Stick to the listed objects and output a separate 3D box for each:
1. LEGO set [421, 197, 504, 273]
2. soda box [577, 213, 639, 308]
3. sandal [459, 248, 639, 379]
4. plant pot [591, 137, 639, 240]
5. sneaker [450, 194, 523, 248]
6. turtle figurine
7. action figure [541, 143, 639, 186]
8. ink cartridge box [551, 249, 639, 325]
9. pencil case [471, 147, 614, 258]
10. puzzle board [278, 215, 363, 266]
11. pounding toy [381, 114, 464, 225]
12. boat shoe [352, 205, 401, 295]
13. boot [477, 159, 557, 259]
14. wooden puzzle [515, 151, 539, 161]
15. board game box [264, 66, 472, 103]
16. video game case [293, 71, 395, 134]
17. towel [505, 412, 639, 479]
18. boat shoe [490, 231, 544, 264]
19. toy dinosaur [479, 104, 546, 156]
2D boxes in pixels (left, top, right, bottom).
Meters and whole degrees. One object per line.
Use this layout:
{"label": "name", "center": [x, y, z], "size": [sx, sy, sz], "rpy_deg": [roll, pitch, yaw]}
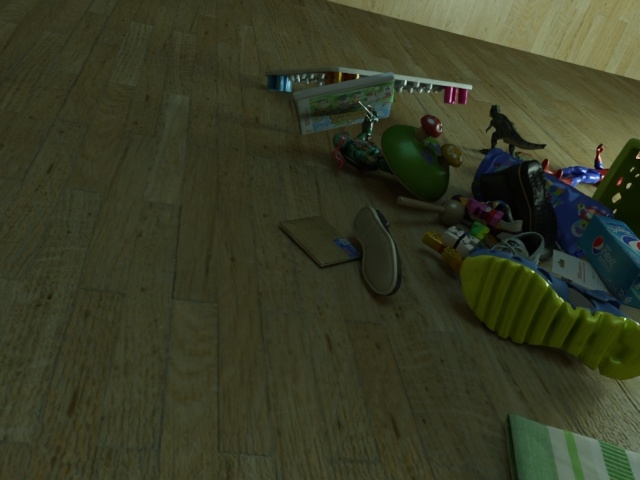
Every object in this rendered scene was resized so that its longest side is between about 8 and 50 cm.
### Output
{"label": "LEGO set", "center": [0.246, -0.010, 1.146], "size": [0.093, 0.087, 0.227], "rpy_deg": [33, 30, 16]}
{"label": "soda box", "center": [0.539, 0.036, 1.125], "size": [0.067, 0.071, 0.210], "rpy_deg": [14, 28, -8]}
{"label": "sandal", "center": [0.370, 0.106, 1.017], "size": [0.317, 0.126, 0.138], "rpy_deg": [28, 26, 3]}
{"label": "plant pot", "center": [0.768, -0.072, 1.401], "size": [0.207, 0.227, 0.228], "rpy_deg": [2, 33, -35]}
{"label": "sneaker", "center": [0.339, -0.057, 1.281], "size": [0.069, 0.084, 0.185], "rpy_deg": [-6, 38, -34]}
{"label": "turtle figurine", "center": [0.111, -0.201, 1.366], "size": [0.234, 0.118, 0.175], "rpy_deg": [22, 45, -27]}
{"label": "action figure", "center": [0.734, -0.204, 1.679], "size": [0.280, 0.139, 0.091], "rpy_deg": [4, 35, -27]}
{"label": "ink cartridge box", "center": [0.493, 0.094, 1.140], "size": [0.181, 0.062, 0.104], "rpy_deg": [25, 30, 11]}
{"label": "pencil case", "center": [0.464, -0.077, 1.348], "size": [0.306, 0.133, 0.119], "rpy_deg": [37, -5, 29]}
{"label": "puzzle board", "center": [0.000, 0.000, 1.089], "size": [0.096, 0.011, 0.128], "rpy_deg": [-10, 41, -40]}
{"label": "pounding toy", "center": [0.228, -0.162, 1.276], "size": [0.182, 0.110, 0.237], "rpy_deg": [21, 45, -35]}
{"label": "boat shoe", "center": [0.108, 0.019, 1.054], "size": [0.065, 0.075, 0.206], "rpy_deg": [28, 28, -28]}
{"label": "boot", "center": [0.400, -0.057, 1.292], "size": [0.076, 0.198, 0.137], "rpy_deg": [-9, 2, -37]}
{"label": "wooden puzzle", "center": [0.570, -0.232, 1.757], "size": [0.083, 0.006, 0.049], "rpy_deg": [13, 31, -7]}
{"label": "board game box", "center": [0.108, -0.384, 1.585], "size": [0.389, 0.051, 0.390], "rpy_deg": [-1, 12, -28]}
{"label": "video game case", "center": [0.052, -0.295, 1.381], "size": [0.212, 0.193, 0.023], "rpy_deg": [-12, 78, 0]}
{"label": "towel", "center": [0.377, 0.337, 0.720], "size": [0.324, 0.038, 0.248], "rpy_deg": [17, 29, 2]}
{"label": "boat shoe", "center": [0.337, 0.030, 1.141], "size": [0.079, 0.081, 0.227], "rpy_deg": [34, 33, 30]}
{"label": "toy dinosaur", "center": [0.485, -0.262, 1.651], "size": [0.064, 0.118, 0.268], "rpy_deg": [4, 34, -22]}
